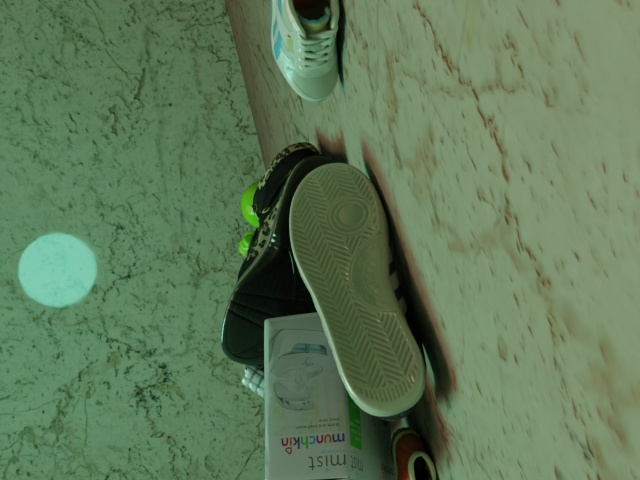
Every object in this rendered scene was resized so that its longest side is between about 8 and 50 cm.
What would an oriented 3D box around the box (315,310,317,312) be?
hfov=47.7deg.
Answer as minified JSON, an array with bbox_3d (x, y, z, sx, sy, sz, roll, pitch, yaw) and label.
[{"bbox_3d":[0.017,0.135,1.407,0.207,0.108,0.153,157,99,-84],"label":"box"}]

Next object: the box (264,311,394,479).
[{"bbox_3d":[0.016,0.255,1.075,0.262,0.126,0.231,52,-149,-60],"label":"box"}]

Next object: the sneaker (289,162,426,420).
[{"bbox_3d":[0.047,0.068,0.943,0.148,0.131,0.350,67,-170,-62],"label":"sneaker"}]

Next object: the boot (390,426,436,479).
[{"bbox_3d":[0.142,0.364,1.062,0.084,0.059,0.158,-147,44,-73],"label":"boot"}]

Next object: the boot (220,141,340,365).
[{"bbox_3d":[-0.070,0.004,1.275,0.284,0.138,0.377,-112,41,-71],"label":"boot"}]

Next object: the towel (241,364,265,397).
[{"bbox_3d":[-0.012,0.287,1.367,0.235,0.121,0.284,29,167,16],"label":"towel"}]

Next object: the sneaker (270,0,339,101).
[{"bbox_3d":[-0.017,-0.270,0.928,0.092,0.087,0.229,-113,9,-45],"label":"sneaker"}]

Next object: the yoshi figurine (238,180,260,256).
[{"bbox_3d":[-0.090,-0.004,1.688,0.204,0.203,0.362,-102,5,-52],"label":"yoshi figurine"}]
